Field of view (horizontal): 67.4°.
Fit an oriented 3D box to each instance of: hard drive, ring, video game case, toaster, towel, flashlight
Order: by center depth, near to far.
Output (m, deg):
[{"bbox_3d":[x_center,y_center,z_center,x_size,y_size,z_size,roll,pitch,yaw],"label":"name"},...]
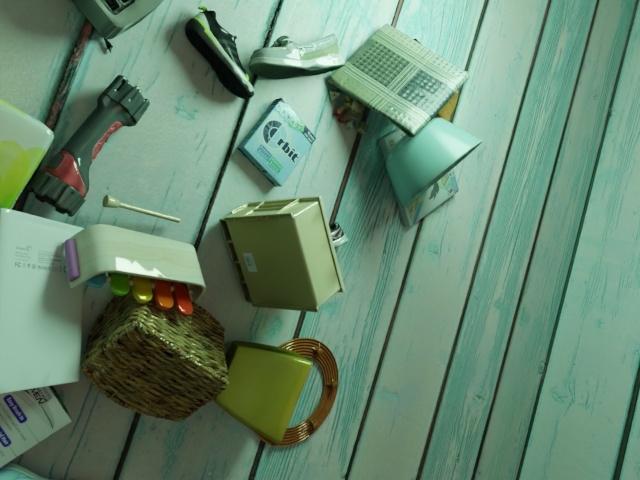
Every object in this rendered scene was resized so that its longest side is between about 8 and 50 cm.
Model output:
[{"bbox_3d":[-0.542,0.117,0.918,0.210,0.040,0.318,32,55,-72],"label":"hard drive"},{"bbox_3d":[-0.427,-0.527,0.999,0.168,0.110,0.185,-49,122,-22],"label":"toaster"},{"bbox_3d":[-0.476,-0.198,1.016,0.103,0.103,0.304,36,68,-17],"label":"flashlight"},{"bbox_3d":[0.234,-0.485,1.446,0.324,0.056,0.312,38,70,11],"label":"towel"},{"bbox_3d":[-0.069,0.461,1.455,0.337,0.032,0.336,-6,99,-37],"label":"ring"},{"bbox_3d":[0.357,-0.260,1.691,0.300,0.036,0.328,-34,115,-30],"label":"video game case"}]

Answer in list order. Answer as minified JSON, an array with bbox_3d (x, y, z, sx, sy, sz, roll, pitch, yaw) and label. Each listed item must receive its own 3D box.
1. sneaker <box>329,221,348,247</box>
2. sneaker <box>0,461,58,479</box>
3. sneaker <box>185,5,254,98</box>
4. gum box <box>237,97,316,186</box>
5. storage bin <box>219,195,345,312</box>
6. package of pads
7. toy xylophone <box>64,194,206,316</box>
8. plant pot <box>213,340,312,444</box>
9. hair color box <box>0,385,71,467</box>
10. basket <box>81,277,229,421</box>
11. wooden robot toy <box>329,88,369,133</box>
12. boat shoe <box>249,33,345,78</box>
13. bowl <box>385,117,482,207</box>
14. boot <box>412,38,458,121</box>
[{"bbox_3d":[0.000,0.000,1.437,0.178,0.072,0.077,-29,101,-40],"label":"sneaker"},{"bbox_3d":[-0.558,0.587,1.005,0.366,0.150,0.135,44,71,-39],"label":"sneaker"},{"bbox_3d":[-0.225,-0.463,1.181,0.097,0.084,0.234,-52,123,-22],"label":"sneaker"},{"bbox_3d":[-0.115,-0.268,1.319,0.157,0.041,0.184,46,67,-32],"label":"gum box"},{"bbox_3d":[-0.103,0.036,1.236,0.123,0.261,0.262,-36,118,-48],"label":"storage bin"},{"bbox_3d":[-0.674,-0.182,0.857,0.297,0.101,0.229,33,77,-37],"label":"package of pads"},{"bbox_3d":[-0.387,0.033,1.058,0.081,0.236,0.323,-39,139,25],"label":"toy xylophone"},{"bbox_3d":[-0.168,0.369,1.255,0.187,0.212,0.212,26,79,-12],"label":"plant pot"},{"bbox_3d":[-0.689,0.363,0.910,0.339,0.110,0.185,-31,113,-30],"label":"hair color box"},{"bbox_3d":[-0.389,0.257,1.140,0.213,0.223,0.299,-38,123,10],"label":"basket"},{"bbox_3d":[0.098,-0.388,1.446,0.076,0.079,0.173,-52,122,-21],"label":"wooden robot toy"},{"bbox_3d":[-0.062,-0.501,1.290,0.321,0.118,0.103,-21,102,-38],"label":"boat shoe"},{"bbox_3d":[0.324,-0.260,1.486,0.312,0.311,0.163,-36,85,-29],"label":"bowl"},{"bbox_3d":[0.338,-0.486,1.619,0.280,0.096,0.264,41,59,-32],"label":"boot"}]
